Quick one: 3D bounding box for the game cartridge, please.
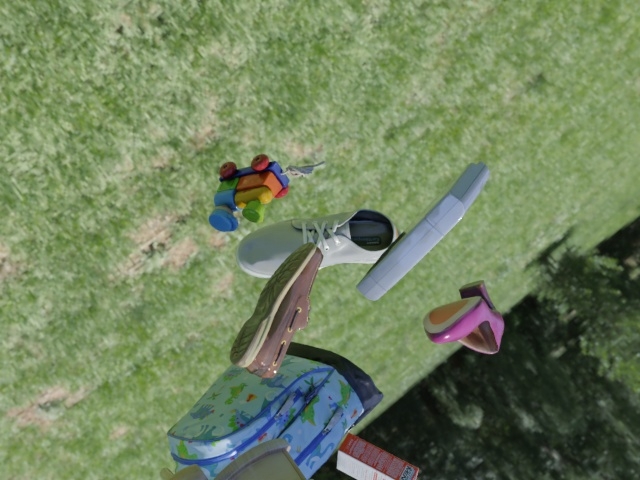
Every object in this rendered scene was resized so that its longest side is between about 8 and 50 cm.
[{"bbox_3d":[0.186,-0.011,1.407,0.294,0.060,0.196,-49,174,39],"label":"game cartridge"}]

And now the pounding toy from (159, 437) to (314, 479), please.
[{"bbox_3d":[-0.096,0.304,0.939,0.154,0.155,0.269,-35,147,-9],"label":"pounding toy"}]

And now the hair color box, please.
[{"bbox_3d":[0.120,0.487,1.624,0.053,0.167,0.093,-52,157,-35],"label":"hair color box"}]

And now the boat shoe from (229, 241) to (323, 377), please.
[{"bbox_3d":[-0.043,0.086,0.932,0.178,0.060,0.064,-60,-158,-17],"label":"boat shoe"}]

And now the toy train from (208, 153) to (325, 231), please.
[{"bbox_3d":[-0.117,-0.098,1.581,0.248,0.105,0.143,-8,-135,32],"label":"toy train"}]

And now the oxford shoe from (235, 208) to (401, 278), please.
[{"bbox_3d":[0.000,0.000,1.989,0.449,0.169,0.130,-6,160,-5],"label":"oxford shoe"}]

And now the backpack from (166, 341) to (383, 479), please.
[{"bbox_3d":[-0.106,0.344,1.391,0.290,0.273,0.356,4,-130,46],"label":"backpack"}]

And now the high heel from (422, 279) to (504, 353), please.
[{"bbox_3d":[0.333,0.210,1.670,0.127,0.181,0.377,-17,-177,30],"label":"high heel"}]
